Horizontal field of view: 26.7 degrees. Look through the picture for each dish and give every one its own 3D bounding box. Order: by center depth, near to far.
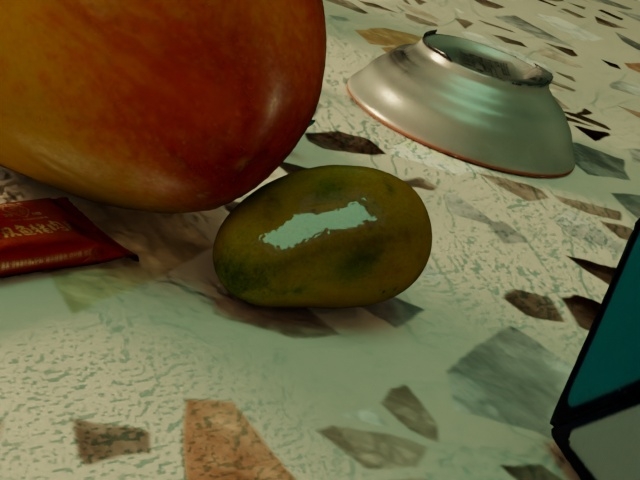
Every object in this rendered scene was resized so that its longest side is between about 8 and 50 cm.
[{"bbox_3d":[0.164,-0.161,1.436,0.260,0.085,0.260,17,22,-7],"label":"dish"}]

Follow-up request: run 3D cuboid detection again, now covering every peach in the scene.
[{"bbox_3d":[-0.133,-0.162,0.925,0.308,0.288,0.289,15,18,26],"label":"peach"}]

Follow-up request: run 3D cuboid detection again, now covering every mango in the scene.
[{"bbox_3d":[0.000,-0.002,0.912,0.163,0.089,0.111,-1,29,-24],"label":"mango"}]

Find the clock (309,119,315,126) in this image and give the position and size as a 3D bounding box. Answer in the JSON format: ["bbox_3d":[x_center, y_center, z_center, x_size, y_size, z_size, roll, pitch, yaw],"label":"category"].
[{"bbox_3d":[-0.075,-0.121,1.193,0.147,0.045,0.108,34,27,31],"label":"clock"}]

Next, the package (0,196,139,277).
[{"bbox_3d":[-0.204,0.000,0.822,0.083,0.022,0.200,32,23,30],"label":"package"}]

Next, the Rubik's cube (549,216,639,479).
[{"bbox_3d":[0.313,0.088,0.744,0.247,0.250,0.248,11,21,-21],"label":"Rubik's cube"}]
